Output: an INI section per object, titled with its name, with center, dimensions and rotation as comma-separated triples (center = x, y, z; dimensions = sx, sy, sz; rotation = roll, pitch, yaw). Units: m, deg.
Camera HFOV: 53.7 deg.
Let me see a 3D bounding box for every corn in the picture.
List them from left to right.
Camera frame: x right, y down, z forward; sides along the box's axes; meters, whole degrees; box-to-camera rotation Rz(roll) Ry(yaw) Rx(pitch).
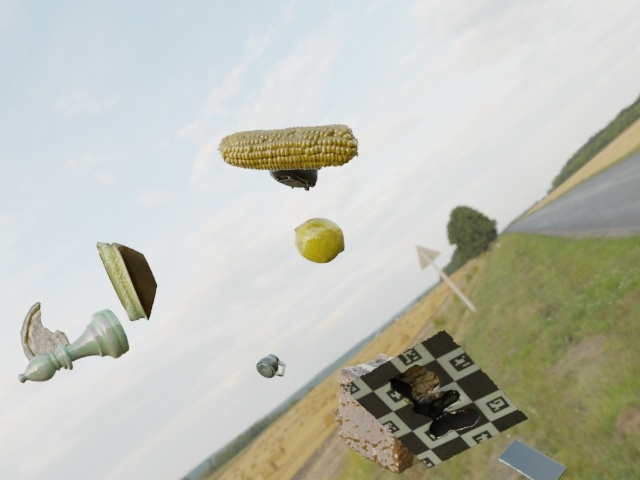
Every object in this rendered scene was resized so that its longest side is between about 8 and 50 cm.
[corn]
center = -0.070, -0.200, 1.390
dimensions = 0.313, 0.101, 0.102
rotation = -5, -11, 1

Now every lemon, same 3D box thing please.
[lemon]
center = 0.000, 0.000, 1.460
dimensions = 0.109, 0.133, 0.109
rotation = -50, 29, 42

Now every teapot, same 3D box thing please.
[teapot]
center = -0.144, 0.378, 1.901
dimensions = 0.057, 0.088, 0.066
rotation = -53, -21, -50

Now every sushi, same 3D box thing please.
[sushi]
center = 0.276, 0.365, 1.549
dimensions = 0.296, 0.373, 0.100
rotation = -35, 25, 21

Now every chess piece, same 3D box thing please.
[chess piece]
center = -0.649, 0.292, 1.642
dimensions = 0.272, 0.139, 0.139
rotation = -27, -15, -29

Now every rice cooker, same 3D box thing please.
[rice cooker]
center = -0.069, -0.197, 1.685
dimensions = 0.112, 0.106, 0.165
rotation = -5, -18, 34

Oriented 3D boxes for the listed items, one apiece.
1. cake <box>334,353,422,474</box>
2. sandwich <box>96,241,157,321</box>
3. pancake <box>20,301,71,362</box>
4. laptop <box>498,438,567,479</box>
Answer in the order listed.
[cake]
center = 0.230, 0.505, 1.896
dimensions = 0.290, 0.255, 0.282
rotation = -9, 15, -39
[sandwich]
center = -0.544, 0.104, 1.816
dimensions = 0.094, 0.258, 0.096
rotation = -3, 24, 32
[pancake]
center = -0.740, 0.261, 1.713
dimensions = 0.191, 0.184, 0.020
rotation = 3, -9, 19
[laptop]
center = 0.672, 0.708, 2.004
dimensions = 0.129, 0.180, 0.016
rotation = -24, -54, -41
